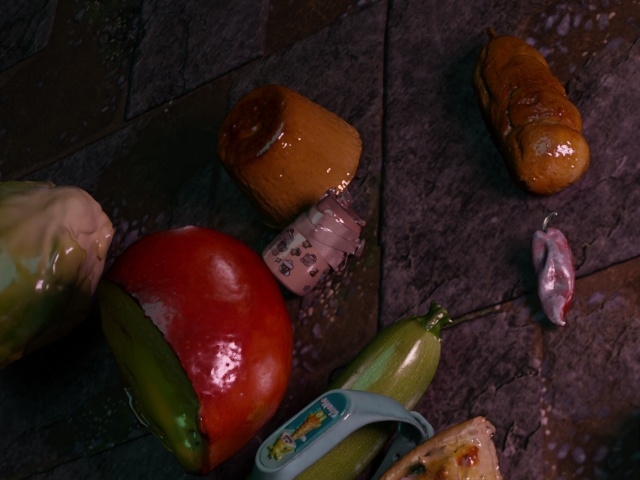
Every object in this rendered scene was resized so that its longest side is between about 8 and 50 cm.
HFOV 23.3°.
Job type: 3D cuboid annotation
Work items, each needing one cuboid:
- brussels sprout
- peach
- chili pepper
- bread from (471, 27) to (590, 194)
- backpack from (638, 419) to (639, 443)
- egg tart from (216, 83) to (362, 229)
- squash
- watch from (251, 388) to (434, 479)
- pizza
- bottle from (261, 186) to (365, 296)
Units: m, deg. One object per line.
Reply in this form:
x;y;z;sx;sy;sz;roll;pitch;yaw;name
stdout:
-0.486;0.058;2.483;0.344;0.268;0.344;-9;56;13;brussels sprout
-0.176;0.153;2.089;0.281;0.281;0.338;-22;47;31;peach
0.285;0.039;1.904;0.050;0.041;0.153;-37;53;48;chili pepper
0.264;-0.188;2.072;0.124;0.084;0.344;-36;40;17;bread
0.418;0.203;1.561;0.229;0.139;0.229;-26;43;28;backpack
-0.059;-0.129;2.289;0.203;0.147;0.202;-24;47;30;egg tart
0.028;0.236;1.939;0.395;0.107;0.107;-49;38;-2;squash
0.025;0.275;1.848;0.237;0.195;0.068;-40;38;-6;watch
0.107;0.355;1.760;0.323;0.089;0.223;-47;47;7;pizza
-0.001;-0.001;2.170;0.152;0.099;0.099;-43;39;11;bottle
